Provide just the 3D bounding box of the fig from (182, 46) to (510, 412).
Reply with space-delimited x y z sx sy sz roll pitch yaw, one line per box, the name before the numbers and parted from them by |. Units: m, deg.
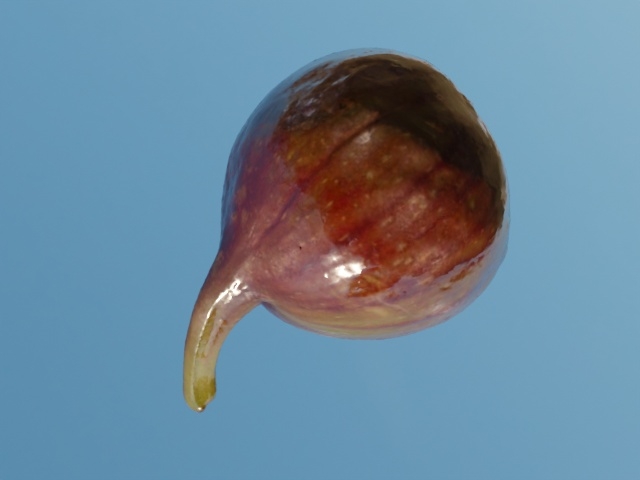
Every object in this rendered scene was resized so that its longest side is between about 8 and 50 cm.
fig | 0.002 -0.007 0.909 0.207 0.175 0.175 -27 -103 -18
